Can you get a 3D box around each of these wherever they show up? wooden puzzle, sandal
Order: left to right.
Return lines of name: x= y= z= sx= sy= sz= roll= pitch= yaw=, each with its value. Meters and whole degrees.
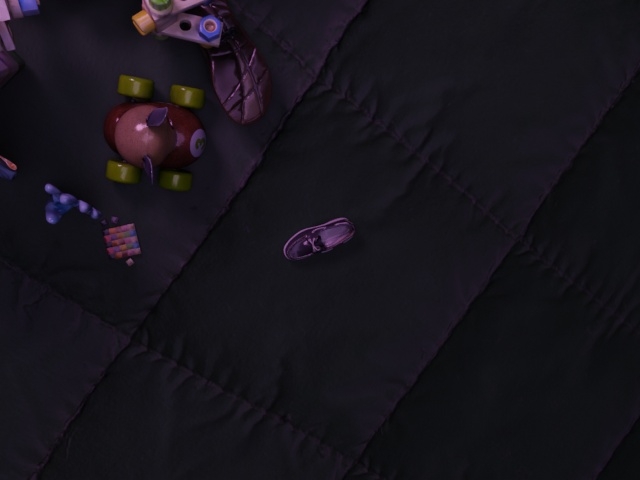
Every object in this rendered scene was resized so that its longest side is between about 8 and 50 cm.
wooden puzzle: x=-0.308 y=0.001 z=1.107 sx=0.049 sy=0.006 sz=0.083 roll=-13 pitch=106 yaw=-13
sandal: x=-0.144 y=-0.277 z=1.066 sx=0.090 sy=0.060 sz=0.219 roll=-32 pitch=95 yaw=-8

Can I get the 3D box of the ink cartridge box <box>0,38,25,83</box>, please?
ink cartridge box: x=-0.487 y=-0.178 z=0.858 sx=0.201 sy=0.278 sz=0.117 roll=-43 pitch=112 yaw=2

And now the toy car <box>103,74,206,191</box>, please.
toy car: x=-0.227 y=-0.142 z=0.999 sx=0.149 sy=0.188 sz=0.155 roll=7 pitch=101 yaw=-18

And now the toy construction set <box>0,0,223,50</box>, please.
toy construction set: x=-0.301 y=-0.340 z=0.939 sx=0.328 sy=0.151 sz=0.215 roll=-15 pitch=89 yaw=-27

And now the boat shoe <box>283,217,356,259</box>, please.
boat shoe: x=0.000 y=0.000 z=1.182 sx=0.125 sy=0.038 sz=0.046 roll=-21 pitch=108 yaw=-11

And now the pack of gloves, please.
pack of gloves: x=-0.390 y=-0.066 z=0.945 sx=0.195 sy=0.232 sz=0.046 roll=30 pitch=82 yaw=-19
